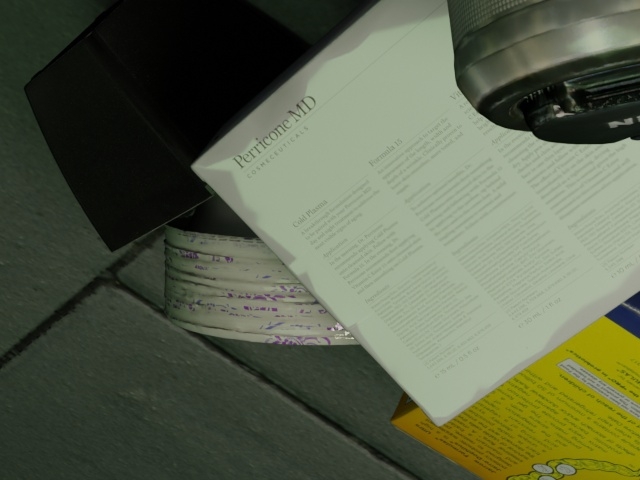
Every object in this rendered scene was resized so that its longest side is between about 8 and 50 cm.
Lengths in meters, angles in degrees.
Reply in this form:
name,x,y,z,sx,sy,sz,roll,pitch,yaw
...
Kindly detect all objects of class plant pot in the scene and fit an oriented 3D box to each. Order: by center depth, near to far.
name,x,y,z,sx,sy,sz,roll,pitch,yaw
plant pot,-0.144,-0.129,1.313,0.167,0.187,0.188,49,142,-14

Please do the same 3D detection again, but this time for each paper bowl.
name,x,y,z,sx,sy,sz,roll,pitch,yaw
paper bowl,0.000,0.000,1.349,0.284,0.148,0.284,0,-174,0

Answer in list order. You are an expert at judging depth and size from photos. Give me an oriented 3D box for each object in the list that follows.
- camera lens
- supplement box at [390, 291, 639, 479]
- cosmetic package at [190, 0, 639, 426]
name,x,y,z,sx,sy,sz,roll,pitch,yaw
camera lens,0.172,-0.202,0.829,0.219,0.274,0.219,-6,173,-1
supplement box,0.254,0.086,1.340,0.195,0.194,0.356,33,147,-13
cosmetic package,0.136,-0.076,1.089,0.377,0.097,0.284,-38,103,26
